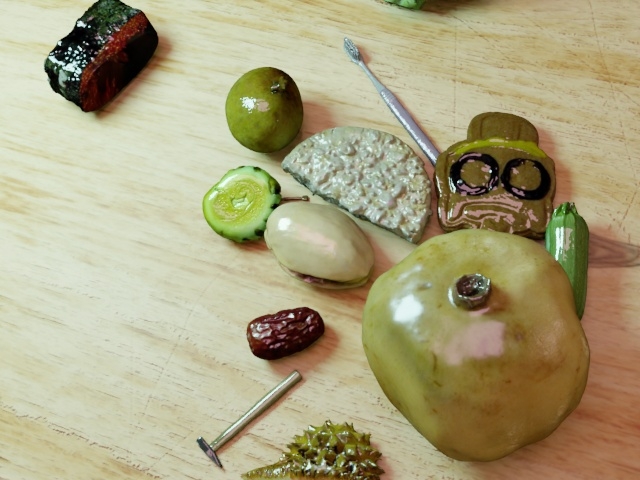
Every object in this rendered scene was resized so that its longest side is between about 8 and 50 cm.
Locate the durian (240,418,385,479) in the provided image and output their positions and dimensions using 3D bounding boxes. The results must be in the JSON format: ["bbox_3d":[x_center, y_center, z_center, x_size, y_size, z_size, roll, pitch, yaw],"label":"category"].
[{"bbox_3d":[-0.018,0.342,1.352,0.224,0.078,0.140,-11,64,4],"label":"durian"}]

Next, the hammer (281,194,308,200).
[{"bbox_3d":[-0.083,-0.073,1.596,0.123,0.014,0.029,-3,76,6],"label":"hammer"}]

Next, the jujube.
[{"bbox_3d":[-0.057,0.151,1.456,0.129,0.077,0.077,-16,63,-9],"label":"jujube"}]

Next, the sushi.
[{"bbox_3d":[-0.429,-0.365,1.729,0.126,0.136,0.225,36,71,14],"label":"sushi"}]

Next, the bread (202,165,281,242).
[{"bbox_3d":[-0.135,-0.065,1.557,0.130,0.071,0.139,28,93,8],"label":"bread"}]

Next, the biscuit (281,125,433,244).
[{"bbox_3d":[0.089,-0.110,1.543,0.281,0.084,0.179,34,71,21],"label":"biscuit"}]

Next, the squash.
[{"bbox_3d":[0.391,0.043,1.415,0.068,0.077,0.219,-12,62,44],"label":"squash"}]

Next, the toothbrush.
[{"bbox_3d":[0.134,-0.252,1.626,0.024,0.029,0.354,-33,64,-1],"label":"toothbrush"}]

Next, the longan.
[{"bbox_3d":[-0.095,-0.240,1.589,0.145,0.176,0.154,-16,67,-38],"label":"longan"}]

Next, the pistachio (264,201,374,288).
[{"bbox_3d":[0.000,0.000,1.487,0.201,0.117,0.145,21,66,18],"label":"pistachio"}]

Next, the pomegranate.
[{"bbox_3d":[0.217,0.145,1.271,0.333,0.332,0.332,-4,65,9],"label":"pomegranate"}]

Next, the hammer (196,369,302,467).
[{"bbox_3d":[-0.107,0.282,1.434,0.199,0.013,0.062,-40,65,-8],"label":"hammer"}]

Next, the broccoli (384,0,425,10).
[{"bbox_3d":[0.203,-0.545,1.654,0.262,0.269,0.241,22,106,-2],"label":"broccoli"}]

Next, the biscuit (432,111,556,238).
[{"bbox_3d":[0.295,-0.094,1.506,0.209,0.041,0.290,6,66,7],"label":"biscuit"}]
